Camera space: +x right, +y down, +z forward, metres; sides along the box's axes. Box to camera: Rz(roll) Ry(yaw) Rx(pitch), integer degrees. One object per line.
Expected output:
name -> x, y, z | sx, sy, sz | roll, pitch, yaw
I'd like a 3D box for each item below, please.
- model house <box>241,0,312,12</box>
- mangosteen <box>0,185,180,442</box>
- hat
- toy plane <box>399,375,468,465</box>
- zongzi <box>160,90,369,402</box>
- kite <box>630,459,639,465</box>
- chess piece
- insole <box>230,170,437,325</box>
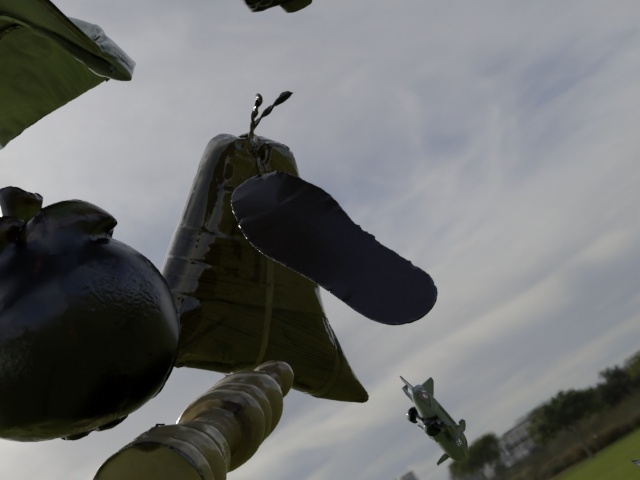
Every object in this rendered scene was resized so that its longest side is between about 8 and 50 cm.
model house -> -0.077, -0.505, 1.121 | 0.243, 0.298, 0.284 | -18, -54, 6
mangosteen -> -0.293, 0.081, 0.832 | 0.233, 0.287, 0.287 | 14, -47, -33
hat -> -0.422, -0.267, 0.998 | 0.258, 0.168, 0.301 | -27, -43, 8
toy plane -> 0.181, 0.283, 1.147 | 0.066, 0.171, 0.162 | -32, 20, -17
zongzi -> -0.042, 0.022, 1.362 | 0.467, 0.218, 0.499 | 20, -94, -32
kite -> 0.468, 0.310, 1.014 | 0.090, 0.004, 0.122 | 2, -2, 27
chess piece -> -0.118, 0.220, 0.851 | 0.307, 0.124, 0.138 | -32, -40, -66
insole -> 0.000, 0.000, 0.805 | 0.111, 0.328, 0.007 | -35, -46, -19
